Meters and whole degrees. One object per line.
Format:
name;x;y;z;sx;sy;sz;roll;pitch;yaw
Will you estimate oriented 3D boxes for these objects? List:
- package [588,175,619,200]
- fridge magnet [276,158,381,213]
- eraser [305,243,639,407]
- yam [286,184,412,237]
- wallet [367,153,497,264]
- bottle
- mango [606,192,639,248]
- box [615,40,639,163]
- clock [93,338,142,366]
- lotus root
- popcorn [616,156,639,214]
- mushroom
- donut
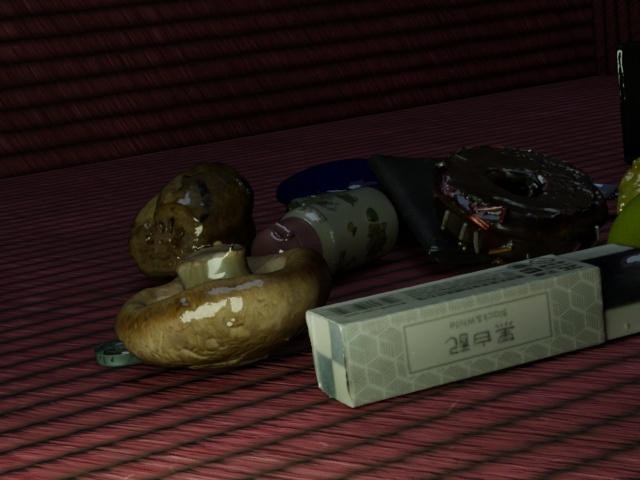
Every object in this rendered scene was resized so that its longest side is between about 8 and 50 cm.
package;0.371;-0.054;2.063;0.269;0.071;0.194;-24;14;-18
fridge magnet;0.051;-0.090;2.277;0.265;0.112;0.265;-7;11;1
eraser;0.188;0.087;1.375;0.404;0.096;0.098;-11;11;-22
yam;0.076;-0.043;2.056;0.259;0.106;0.106;-12;13;-26
wallet;0.195;-0.050;1.944;0.170;0.044;0.321;1;29;-18
bottle;0.000;0.000;1.853;0.120;0.120;0.253;4;16;41
mango;0.467;-0.007;1.475;0.273;0.149;0.185;-14;20;42
box;0.755;-0.273;2.432;0.204;0.251;0.345;-10;12;-16
clock;-0.241;0.138;1.557;0.085;0.017;0.085;-6;11;1
lotus root;-0.193;-0.036;1.993;0.193;0.193;0.291;-3;12;17
popcorn;0.500;-0.054;1.676;0.197;0.197;0.155;-8;-17;-7
mushroom;-0.114;0.076;1.483;0.278;0.146;0.278;-16;8;2
donut;0.288;-0.051;1.824;0.270;0.103;0.269;6;27;-3
